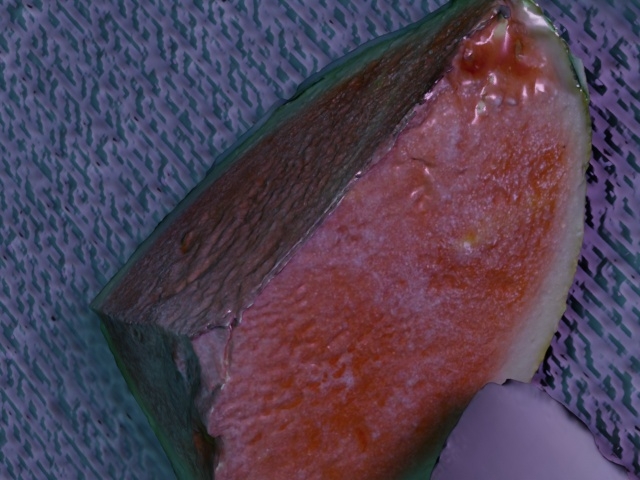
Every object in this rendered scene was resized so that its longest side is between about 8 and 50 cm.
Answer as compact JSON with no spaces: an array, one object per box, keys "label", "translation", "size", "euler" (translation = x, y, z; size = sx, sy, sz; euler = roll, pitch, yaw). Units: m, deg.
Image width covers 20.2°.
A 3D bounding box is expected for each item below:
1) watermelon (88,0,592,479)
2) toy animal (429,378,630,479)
[{"label":"watermelon","translation":[0.004,0.003,0.686],"size":[0.231,0.128,0.146],"euler":[-49,36,2]},{"label":"toy animal","translation":[0.059,0.167,0.617],"size":[0.179,0.138,0.166],"euler":[-51,44,25]}]
